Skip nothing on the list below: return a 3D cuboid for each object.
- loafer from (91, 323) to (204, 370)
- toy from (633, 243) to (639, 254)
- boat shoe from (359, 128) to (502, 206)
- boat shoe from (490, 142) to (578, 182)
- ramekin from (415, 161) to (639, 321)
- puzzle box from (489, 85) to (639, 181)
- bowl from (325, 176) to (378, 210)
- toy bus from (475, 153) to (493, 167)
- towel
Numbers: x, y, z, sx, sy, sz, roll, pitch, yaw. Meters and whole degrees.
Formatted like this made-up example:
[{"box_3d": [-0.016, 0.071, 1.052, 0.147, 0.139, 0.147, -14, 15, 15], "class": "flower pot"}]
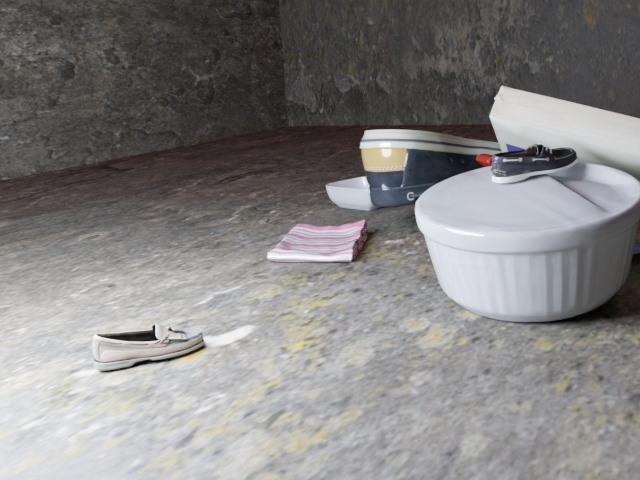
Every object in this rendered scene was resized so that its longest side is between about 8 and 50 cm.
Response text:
[{"box_3d": [-0.191, 0.112, 0.792, 0.125, 0.039, 0.045, -11, 15, -27], "class": "loafer"}, {"box_3d": [0.357, 0.003, 1.063, 0.237, 0.056, 0.137, -9, 14, -20], "class": "toy"}, {"box_3d": [0.277, -0.124, 1.416, 0.500, 0.156, 0.187, 0, 4, -40], "class": "boat shoe"}, {"box_3d": [0.278, -0.107, 0.922, 0.125, 0.038, 0.046, -14, 22, -11], "class": "boat shoe"}, {"box_3d": [0.262, -0.002, 0.894, 0.273, 0.127, 0.273, -9, 21, 4], "class": "ramekin"}, {"box_3d": [0.458, -0.102, 1.018, 0.409, 0.052, 0.272, 21, -4, 23], "class": "puzzle box"}, {"box_3d": [0.100, -0.102, 1.555, 0.142, 0.053, 0.142, 8, 18, 43], "class": "bowl"}, {"box_3d": [0.334, -0.049, 1.173, 0.191, 0.104, 0.202, 28, -1, 24], "class": "toy bus"}, {"box_3d": [0.000, 0.000, 1.219, 0.144, 0.029, 0.197, -1, 14, 12], "class": "towel"}]
